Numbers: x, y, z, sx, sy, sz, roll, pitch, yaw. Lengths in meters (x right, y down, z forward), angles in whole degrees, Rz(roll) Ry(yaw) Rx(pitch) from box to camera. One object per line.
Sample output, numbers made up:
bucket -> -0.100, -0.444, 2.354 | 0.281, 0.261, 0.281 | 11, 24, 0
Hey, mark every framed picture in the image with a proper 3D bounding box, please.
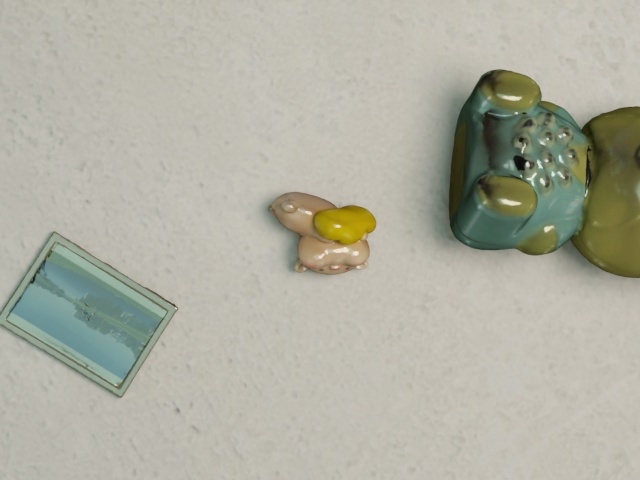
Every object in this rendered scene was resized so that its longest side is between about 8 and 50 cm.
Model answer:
framed picture -> -0.235, 0.075, 1.154 | 0.149, 0.011, 0.109 | 32, 86, -6

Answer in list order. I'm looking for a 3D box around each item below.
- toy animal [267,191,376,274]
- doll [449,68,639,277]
toy animal -> 0.000, 0.000, 1.150 | 0.114, 0.091, 0.082 | 14, 102, -8
doll -> 0.264, -0.056, 1.143 | 0.260, 0.161, 0.177 | 7, 67, -5
